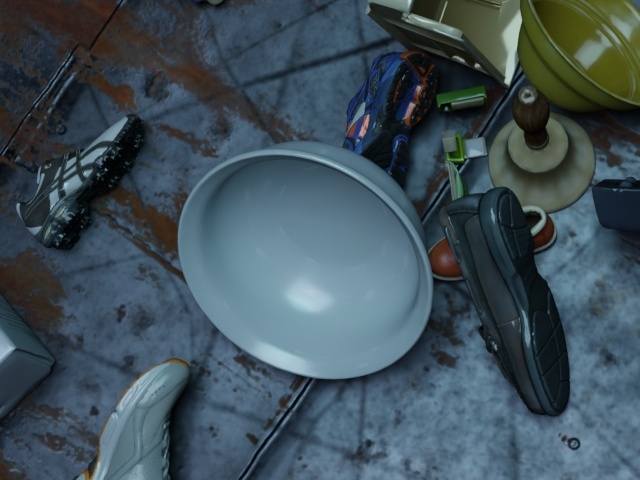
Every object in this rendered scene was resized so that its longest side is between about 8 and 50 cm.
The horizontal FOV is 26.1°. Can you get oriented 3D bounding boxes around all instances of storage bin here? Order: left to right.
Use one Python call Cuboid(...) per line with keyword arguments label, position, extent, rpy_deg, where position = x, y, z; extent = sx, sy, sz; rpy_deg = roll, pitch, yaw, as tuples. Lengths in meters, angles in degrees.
Cuboid(label="storage bin", position=(0.175, -0.336, 1.549), extent=(0.123, 0.260, 0.262), rpy_deg=(20, 91, 20))

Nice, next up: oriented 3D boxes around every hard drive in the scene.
Cuboid(label="hard drive", position=(0.427, -0.036, 1.493), extent=(0.254, 0.172, 0.054), rpy_deg=(3, 97, 16))

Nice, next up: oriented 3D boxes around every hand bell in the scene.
Cuboid(label="hand bell", position=(0.236, -0.119, 1.510), extent=(0.126, 0.242, 0.126), rpy_deg=(-3, 77, 11))

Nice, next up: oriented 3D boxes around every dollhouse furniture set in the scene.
Cuboid(label="dollhouse furniture set", position=(0.174, -0.098, 1.606), extent=(0.058, 0.076, 0.152), rpy_deg=(-8, 75, 8))

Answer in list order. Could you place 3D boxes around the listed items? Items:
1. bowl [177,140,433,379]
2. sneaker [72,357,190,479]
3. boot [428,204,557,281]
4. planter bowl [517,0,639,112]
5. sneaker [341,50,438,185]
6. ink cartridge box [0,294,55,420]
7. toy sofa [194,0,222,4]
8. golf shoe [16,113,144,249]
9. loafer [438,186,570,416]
Cuboid(label="bowl", position=(0.000, 0.000, 1.559), extent=(0.298, 0.298, 0.134), rpy_deg=(12, 36, 15))
Cuboid(label="sneaker", position=(-0.204, 0.264, 1.604), extent=(0.121, 0.099, 0.262), rpy_deg=(30, 93, 9))
Cuboid(label="boot", position=(0.189, -0.001, 1.577), extent=(0.158, 0.084, 0.059), rpy_deg=(-21, 76, 8))
Cuboid(label="planter bowl", position=(0.291, -0.213, 1.576), extent=(0.090, 0.217, 0.217), rpy_deg=(-45, 68, 40))
Cuboid(label="sneaker", position=(0.064, -0.124, 1.641), extent=(0.087, 0.083, 0.221), rpy_deg=(33, 98, 56))
Cuboid(label="ink cartridge box", position=(-0.511, 0.108, 1.678), extent=(0.223, 0.129, 0.307), rpy_deg=(-44, 73, -1))
Cuboid(label="toy sofa", position=(-0.095, -0.482, 1.732), extent=(0.362, 0.177, 0.150), rpy_deg=(-43, 48, 0))
Cuboid(label="golf shoe", position=(-0.300, -0.087, 1.706), extent=(0.094, 0.077, 0.198), rpy_deg=(36, 86, 17))
Cuboid(label="loafer", position=(0.205, 0.070, 1.528), extent=(0.084, 0.096, 0.267), rpy_deg=(-8, 107, 34))
